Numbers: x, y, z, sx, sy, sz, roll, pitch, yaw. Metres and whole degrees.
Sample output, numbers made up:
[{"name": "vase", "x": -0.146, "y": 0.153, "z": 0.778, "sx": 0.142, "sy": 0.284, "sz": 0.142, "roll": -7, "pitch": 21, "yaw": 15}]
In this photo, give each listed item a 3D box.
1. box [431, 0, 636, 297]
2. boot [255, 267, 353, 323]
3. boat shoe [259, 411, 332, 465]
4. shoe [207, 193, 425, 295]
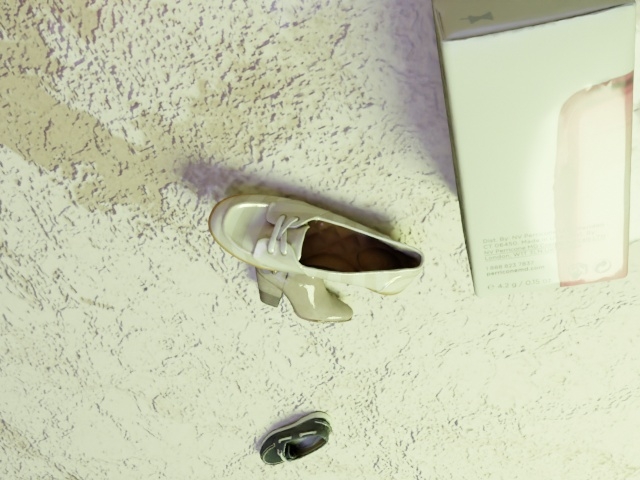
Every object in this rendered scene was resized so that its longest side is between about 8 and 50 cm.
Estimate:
[{"name": "box", "x": 0.168, "y": -0.092, "z": 0.573, "sx": 0.127, "sy": 0.148, "sz": 0.232, "roll": -8, "pitch": 126, "yaw": 10}, {"name": "boot", "x": -0.013, "y": 0.039, "z": 0.756, "sx": 0.118, "sy": 0.042, "sz": 0.087, "roll": 11, "pitch": 122, "yaw": -8}, {"name": "boat shoe", "x": -0.034, "y": 0.268, "z": 0.929, "sx": 0.125, "sy": 0.038, "sz": 0.046, "roll": -33, "pitch": 118, "yaw": 26}, {"name": "shoe", "x": 0.000, "y": 0.000, "z": 0.695, "sx": 0.219, "sy": 0.076, "sz": 0.058, "roll": 15, "pitch": 165, "yaw": -16}]
